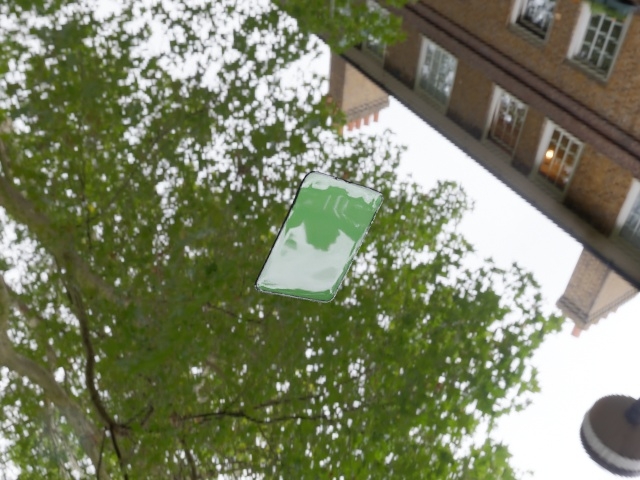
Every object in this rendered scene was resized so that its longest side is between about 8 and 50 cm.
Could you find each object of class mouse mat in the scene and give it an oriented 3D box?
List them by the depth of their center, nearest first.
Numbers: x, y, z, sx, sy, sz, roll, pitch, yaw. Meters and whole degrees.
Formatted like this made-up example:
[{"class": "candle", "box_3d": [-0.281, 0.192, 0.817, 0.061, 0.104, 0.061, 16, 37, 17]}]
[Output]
[{"class": "mouse mat", "box_3d": [0.000, 0.000, 1.032, 0.152, 0.190, 0.007, 14, -163, -41]}]
